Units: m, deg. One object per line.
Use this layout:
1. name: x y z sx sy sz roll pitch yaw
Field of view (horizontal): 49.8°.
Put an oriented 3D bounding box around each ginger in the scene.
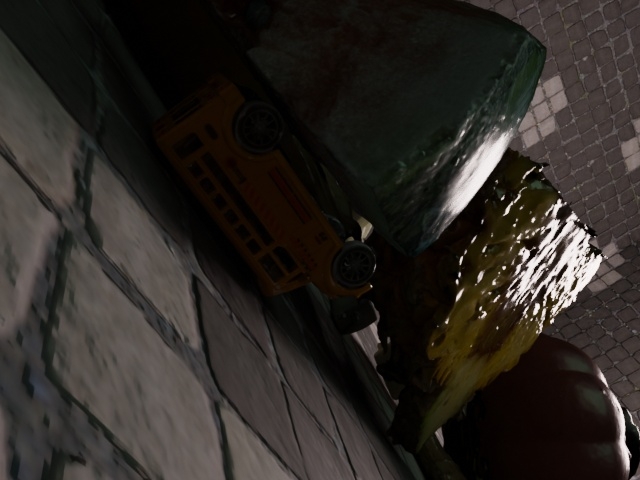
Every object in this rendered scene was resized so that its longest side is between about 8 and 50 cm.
1. ginger: 0.138 0.262 0.789 0.057 0.044 0.137 33 18 -39

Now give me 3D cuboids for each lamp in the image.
1. lamp: 0.297 0.272 0.934 0.305 0.240 0.305 -176 -90 -80

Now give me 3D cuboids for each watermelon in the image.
1. watermelon: 0.007 -0.124 0.413 0.241 0.154 0.094 38 -6 20

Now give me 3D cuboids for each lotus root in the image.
1. lotus root: -0.070 -0.135 0.676 0.375 0.111 0.390 64 2 39

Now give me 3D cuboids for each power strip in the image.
1. power strip: 0.039 0.081 0.857 0.191 0.047 0.030 -100 165 -82

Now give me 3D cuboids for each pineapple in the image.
1. pineapple: 0.099 0.039 0.691 0.209 0.286 0.344 39 7 35

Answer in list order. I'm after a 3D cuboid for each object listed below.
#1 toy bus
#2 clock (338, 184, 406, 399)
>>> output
1. toy bus: -0.033 -0.022 0.435 0.162 0.074 0.069 55 -3 -26
2. clock: 0.109 0.007 0.968 0.120 0.276 0.379 1 54 -41
